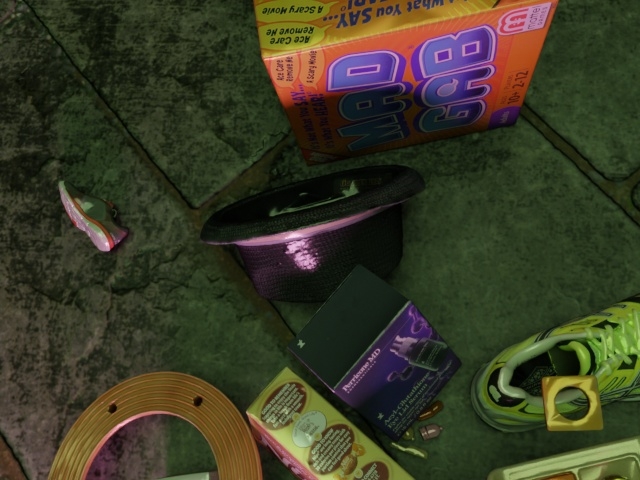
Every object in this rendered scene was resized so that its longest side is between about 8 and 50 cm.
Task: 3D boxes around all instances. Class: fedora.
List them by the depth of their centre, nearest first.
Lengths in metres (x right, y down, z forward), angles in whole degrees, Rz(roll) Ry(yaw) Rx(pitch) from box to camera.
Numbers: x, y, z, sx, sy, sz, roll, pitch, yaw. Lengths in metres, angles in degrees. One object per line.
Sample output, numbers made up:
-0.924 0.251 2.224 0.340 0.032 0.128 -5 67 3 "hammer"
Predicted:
0.000 0.000 0.988 0.333 0.334 0.153 -14 104 4 "fedora"

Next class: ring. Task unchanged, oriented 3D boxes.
-0.232 0.349 0.920 0.336 0.032 0.337 -8 63 17 "ring"

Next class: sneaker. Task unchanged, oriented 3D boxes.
0.395 0.162 0.915 0.384 0.147 0.145 -25 71 0 "sneaker"
-0.384 -0.048 1.144 0.064 0.061 0.158 -35 72 -30 "sneaker"

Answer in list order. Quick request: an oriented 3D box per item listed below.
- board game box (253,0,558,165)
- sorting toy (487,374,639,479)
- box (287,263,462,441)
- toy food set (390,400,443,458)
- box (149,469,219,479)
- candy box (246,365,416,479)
0.098 -0.368 0.992 0.356 0.356 0.357 -11 74 5 "board game box"
0.298 0.318 0.723 0.195 0.047 0.348 -15 72 4 "sorting toy"
0.079 0.158 0.921 0.153 0.207 0.108 -49 46 -5 "box"
0.147 0.255 0.994 0.077 0.019 0.122 17 70 12 "toy food set"
-0.190 0.389 0.969 0.101 0.087 0.102 -11 74 6 "box"
0.045 0.322 0.897 0.316 0.183 0.087 39 68 16 "candy box"
